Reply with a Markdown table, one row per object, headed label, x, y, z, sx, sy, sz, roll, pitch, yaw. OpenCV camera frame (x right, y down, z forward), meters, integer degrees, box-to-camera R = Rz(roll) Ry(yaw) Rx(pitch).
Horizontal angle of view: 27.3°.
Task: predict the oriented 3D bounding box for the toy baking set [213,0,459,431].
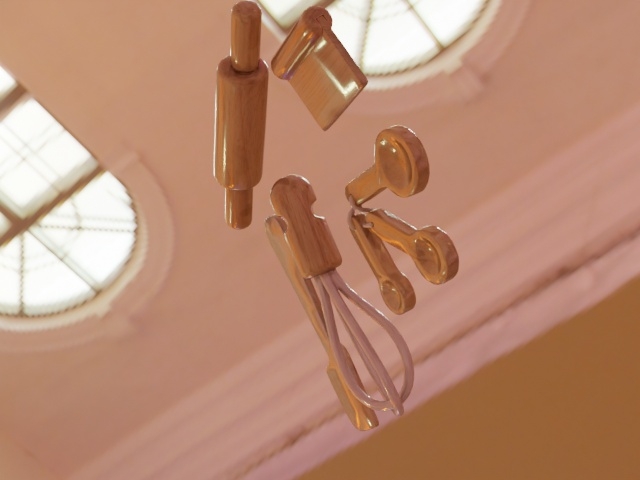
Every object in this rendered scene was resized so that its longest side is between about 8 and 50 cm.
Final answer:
| label | x | y | z | sx | sy | sz | roll | pitch | yaw |
| --- | --- | --- | --- | --- | --- | --- | --- | --- | --- |
| toy baking set | -0.004 | -0.005 | 0.734 | 0.030 | 0.256 | 0.197 | -23 | -125 | -26 |
